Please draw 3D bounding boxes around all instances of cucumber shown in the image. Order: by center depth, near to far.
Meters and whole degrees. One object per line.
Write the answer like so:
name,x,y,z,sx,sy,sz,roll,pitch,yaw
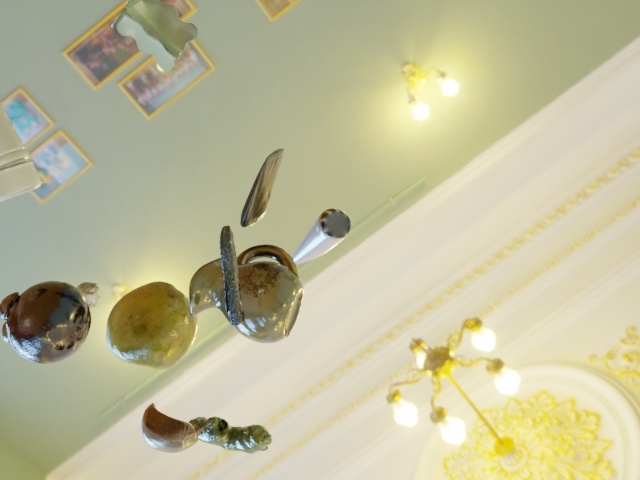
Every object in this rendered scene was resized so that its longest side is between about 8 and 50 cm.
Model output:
cucumber,-0.223,0.087,1.714,0.044,0.257,0.043,-2,-167,14

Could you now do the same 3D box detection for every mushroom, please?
mushroom,-0.887,0.204,2.636,0.099,0.096,0.278,-62,-166,-12

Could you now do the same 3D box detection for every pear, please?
pear,-0.561,0.286,2.342,0.304,0.304,0.304,-30,-153,17

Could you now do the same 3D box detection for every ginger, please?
ginger,-0.274,0.584,2.082,0.290,0.137,0.089,10,-142,23

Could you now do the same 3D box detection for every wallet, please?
wallet,-0.183,-0.167,2.146,0.245,0.052,0.168,-68,171,21

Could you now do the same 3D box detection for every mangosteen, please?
mangosteen,-0.751,0.211,1.845,0.265,0.228,0.228,13,-137,7

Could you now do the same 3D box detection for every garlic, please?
garlic,-0.416,0.540,1.965,0.198,0.090,0.128,11,-138,2

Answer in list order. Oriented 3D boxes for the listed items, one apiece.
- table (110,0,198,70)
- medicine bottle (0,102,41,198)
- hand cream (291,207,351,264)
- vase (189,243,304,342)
table,-0.461,-0.597,1.955,0.166,0.198,0.166,-46,-165,16
medicine bottle,-0.886,-0.255,1.792,0.190,0.332,0.190,-24,-169,5
hand cream,0.000,0.000,2.510,0.185,0.118,0.359,-25,169,-28
vase,-0.198,0.135,2.073,0.302,0.241,0.329,18,-132,12
